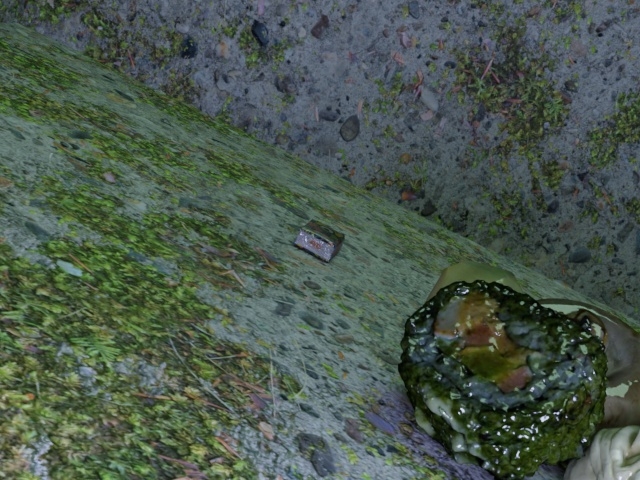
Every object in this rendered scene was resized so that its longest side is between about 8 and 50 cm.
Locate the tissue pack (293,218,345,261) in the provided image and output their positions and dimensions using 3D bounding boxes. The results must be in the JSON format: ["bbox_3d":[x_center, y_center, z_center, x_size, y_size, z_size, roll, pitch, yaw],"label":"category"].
[{"bbox_3d":[0.000,0.000,2.257,0.109,0.060,0.148,27,15,6],"label":"tissue pack"}]

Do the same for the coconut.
[{"bbox_3d":[0.361,0.165,1.970,0.259,0.259,0.259,25,14,-6],"label":"coconut"}]

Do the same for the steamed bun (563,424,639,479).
[{"bbox_3d":[0.577,0.405,1.367,0.320,0.206,0.275,27,-25,11],"label":"steamed bun"}]

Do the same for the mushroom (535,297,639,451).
[{"bbox_3d":[0.490,0.239,1.666,0.362,0.294,0.362,-2,34,1],"label":"mushroom"}]

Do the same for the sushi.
[{"bbox_3d":[0.300,0.237,1.448,0.294,0.178,0.352,-32,40,-21],"label":"sushi"}]
